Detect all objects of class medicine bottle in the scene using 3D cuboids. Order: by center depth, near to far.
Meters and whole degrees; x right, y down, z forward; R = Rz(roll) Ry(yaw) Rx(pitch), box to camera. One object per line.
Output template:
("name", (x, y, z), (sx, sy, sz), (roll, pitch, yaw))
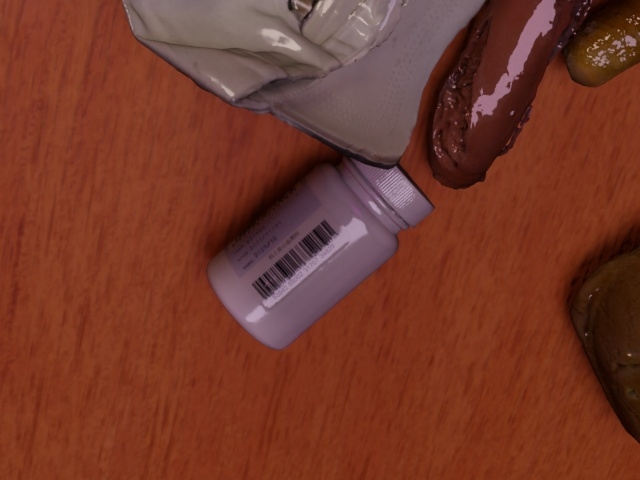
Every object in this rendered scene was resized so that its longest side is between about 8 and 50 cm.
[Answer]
("medicine bottle", (0.000, 0.000, 0.984), (0.187, 0.102, 0.103), (-42, 119, 8))

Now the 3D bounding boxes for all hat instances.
("hat", (0.004, -0.202, 0.879), (0.301, 0.168, 0.257), (31, 90, -51))

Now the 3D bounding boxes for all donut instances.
("donut", (0.374, 0.103, 1.126), (0.209, 0.128, 0.261), (-34, 122, 3))

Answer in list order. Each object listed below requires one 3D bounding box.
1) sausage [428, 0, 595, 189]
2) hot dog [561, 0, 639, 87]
("sausage", (0.177, -0.184, 0.952), (0.087, 0.079, 0.326), (-5, 127, -61))
("hot dog", (0.336, -0.215, 0.979), (0.286, 0.088, 0.061), (-29, 115, -3))
